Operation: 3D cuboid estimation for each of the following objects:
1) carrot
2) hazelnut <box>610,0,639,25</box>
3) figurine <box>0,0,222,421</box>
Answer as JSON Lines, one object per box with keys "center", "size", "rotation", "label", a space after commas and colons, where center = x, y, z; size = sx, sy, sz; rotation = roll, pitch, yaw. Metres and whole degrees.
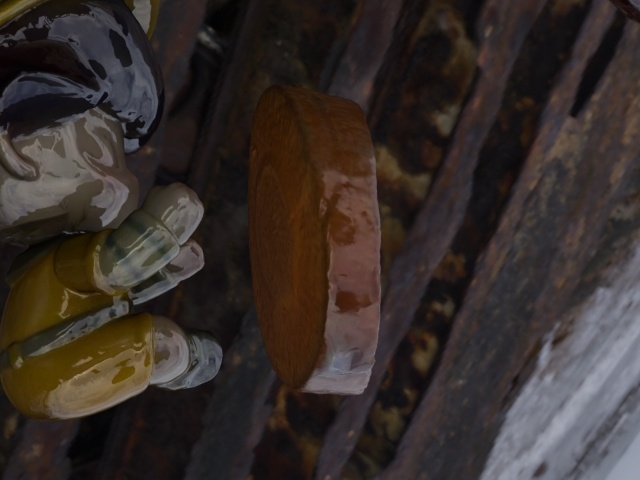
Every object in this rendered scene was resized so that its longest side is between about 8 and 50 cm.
{"center": [0.000, 0.000, 0.841], "size": [0.100, 0.307, 0.258], "rotation": [-3, 128, -12], "label": "carrot"}
{"center": [0.216, -0.210, 0.489], "size": [0.202, 0.170, 0.160], "rotation": [-50, 153, 24], "label": "hazelnut"}
{"center": [-0.149, -0.032, 0.502], "size": [0.167, 0.257, 0.192], "rotation": [-9, 168, -24], "label": "figurine"}
